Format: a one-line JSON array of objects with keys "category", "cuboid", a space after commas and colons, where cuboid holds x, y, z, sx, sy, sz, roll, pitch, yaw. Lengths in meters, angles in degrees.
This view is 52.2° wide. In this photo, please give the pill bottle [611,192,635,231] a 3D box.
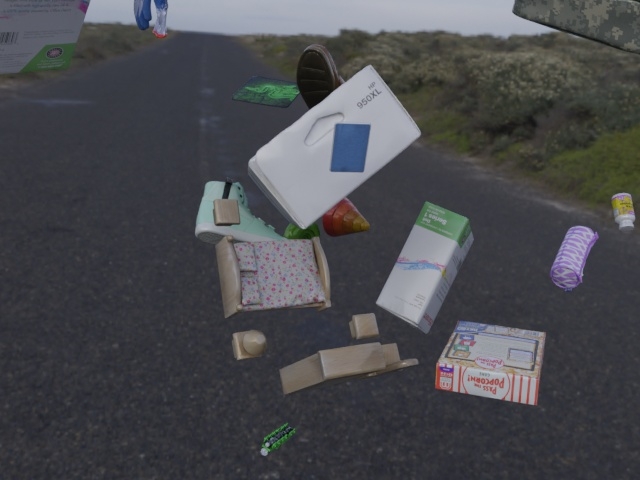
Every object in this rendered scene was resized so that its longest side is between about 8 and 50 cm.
[{"category": "pill bottle", "cuboid": [0.695, -0.064, 1.498, 0.043, 0.083, 0.043, 2, -26, 1]}]

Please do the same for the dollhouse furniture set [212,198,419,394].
[{"category": "dollhouse furniture set", "cuboid": [-0.002, 0.071, 1.147, 0.303, 0.355, 0.174, -2, -18, -30]}]

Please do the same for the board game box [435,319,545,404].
[{"category": "board game box", "cuboid": [0.272, 0.185, 1.028, 0.147, 0.045, 0.193, 6, 14, 21]}]

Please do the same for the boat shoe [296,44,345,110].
[{"category": "boat shoe", "cuboid": [0.014, -0.415, 1.801, 0.110, 0.307, 0.104, 14, 52, 22]}]

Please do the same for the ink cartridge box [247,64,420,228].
[{"category": "ink cartridge box", "cuboid": [0.006, -0.175, 1.338, 0.285, 0.166, 0.395, -40, 6, -2]}]

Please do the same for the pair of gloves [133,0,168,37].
[{"category": "pair of gloves", "cuboid": [-0.291, -0.432, 1.106, 0.023, 0.159, 0.198, -7, 26, -30]}]

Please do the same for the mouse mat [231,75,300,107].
[{"category": "mouse mat", "cuboid": [-0.155, -0.448, 1.965, 0.189, 0.007, 0.152, 14, 44, 18]}]

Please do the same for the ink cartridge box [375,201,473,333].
[{"category": "ink cartridge box", "cuboid": [0.260, 0.073, 1.602, 0.117, 0.278, 0.201, 25, -6, 21]}]

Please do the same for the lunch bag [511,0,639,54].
[{"category": "lunch bag", "cuboid": [0.490, -0.481, 1.077, 0.212, 0.256, 0.305, -30, 50, -33]}]

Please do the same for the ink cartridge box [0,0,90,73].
[{"category": "ink cartridge box", "cuboid": [-0.508, -0.459, 1.122, 0.207, 0.353, 0.119, -23, 70, -48]}]

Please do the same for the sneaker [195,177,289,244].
[{"category": "sneaker", "cuboid": [-0.146, -0.049, 1.435, 0.256, 0.151, 0.094, 20, -29, -34]}]

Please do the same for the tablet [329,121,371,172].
[{"category": "tablet", "cuboid": [0.043, -0.136, 0.958, 0.054, 0.083, 0.006, 0, 37, -8]}]

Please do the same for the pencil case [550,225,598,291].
[{"category": "pencil case", "cuboid": [0.712, 0.045, 1.835, 0.088, 0.086, 0.206, -9, 34, 42]}]

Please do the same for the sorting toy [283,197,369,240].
[{"category": "sorting toy", "cuboid": [0.000, 0.000, 1.776, 0.365, 0.127, 0.126, -30, 34, -33]}]

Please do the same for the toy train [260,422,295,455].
[{"category": "toy train", "cuboid": [-0.054, 0.248, 0.812, 0.017, 0.024, 0.083, 33, 9, 16]}]
